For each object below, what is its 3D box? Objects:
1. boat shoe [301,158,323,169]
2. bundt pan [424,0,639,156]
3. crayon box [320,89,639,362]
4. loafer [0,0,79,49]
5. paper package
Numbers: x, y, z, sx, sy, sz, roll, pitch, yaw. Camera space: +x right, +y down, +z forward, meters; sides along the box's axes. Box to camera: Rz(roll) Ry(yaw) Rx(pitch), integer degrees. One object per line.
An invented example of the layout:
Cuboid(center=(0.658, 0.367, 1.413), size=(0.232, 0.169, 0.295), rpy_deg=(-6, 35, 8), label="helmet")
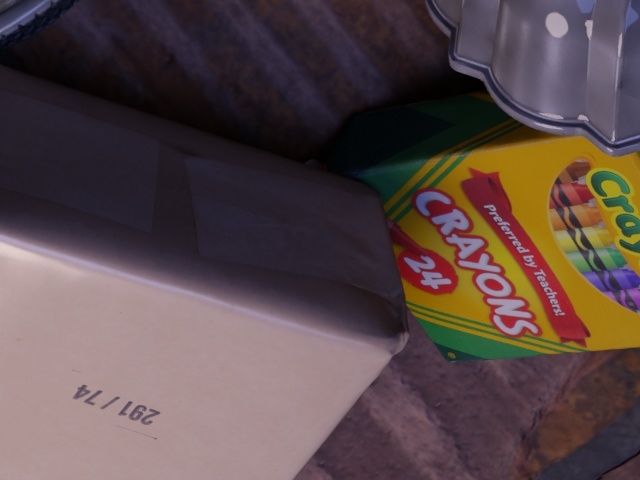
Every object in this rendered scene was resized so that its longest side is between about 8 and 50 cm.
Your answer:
Cuboid(center=(0.000, 0.000, 1.484), size=(0.043, 0.049, 0.137), rpy_deg=(0, 126, 33), label="boat shoe")
Cuboid(center=(0.226, -0.216, 1.249), size=(0.330, 0.331, 0.124), rpy_deg=(-15, 144, -4), label="bundt pan")
Cuboid(center=(0.177, -0.017, 1.383), size=(0.318, 0.081, 0.202), rpy_deg=(-9, 128, 41), label="crayon box")
Cuboid(center=(-0.174, -0.213, 1.323), size=(0.251, 0.094, 0.087), rpy_deg=(-38, 93, -2), label="loafer")
Cuboid(center=(-0.155, 0.068, 1.370), size=(0.324, 0.168, 0.309), rpy_deg=(17, 131, -21), label="paper package")
